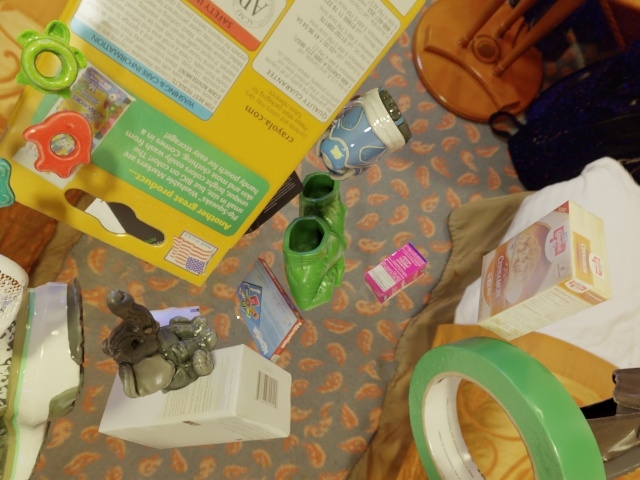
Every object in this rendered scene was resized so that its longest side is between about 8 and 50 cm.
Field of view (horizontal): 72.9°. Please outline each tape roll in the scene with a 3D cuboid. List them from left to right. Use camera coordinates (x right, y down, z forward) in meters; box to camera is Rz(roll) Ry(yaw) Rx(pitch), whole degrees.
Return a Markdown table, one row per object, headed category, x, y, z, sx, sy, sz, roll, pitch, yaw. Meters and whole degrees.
| category | x | y | z | sx | sy | sz | roll | pitch | yaw |
| --- | --- | --- | --- | --- | --- | --- | --- | --- | --- |
| tape roll | 0.264 | 0.317 | 0.680 | 0.077 | 0.321 | 0.321 | -7 | 81 | -26 |

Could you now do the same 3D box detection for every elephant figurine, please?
| category | x | y | z | sx | sy | sz | roll | pitch | yaw |
| --- | --- | --- | --- | --- | --- | --- | --- | --- | --- |
| elephant figurine | -0.332 | 0.202 | 0.818 | 0.239 | 0.169 | 0.186 | 20 | 67 | -50 |

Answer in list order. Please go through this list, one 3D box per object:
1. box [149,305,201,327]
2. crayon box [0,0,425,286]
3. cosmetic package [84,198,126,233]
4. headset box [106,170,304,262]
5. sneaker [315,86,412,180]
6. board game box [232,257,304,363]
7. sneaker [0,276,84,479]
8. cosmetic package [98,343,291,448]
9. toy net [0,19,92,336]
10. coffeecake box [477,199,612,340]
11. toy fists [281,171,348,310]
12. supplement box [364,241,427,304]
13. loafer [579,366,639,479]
| category | x | y | z | sx | sy | sz | roll | pitch | yaw |
| --- | --- | --- | --- | --- | --- | --- | --- | --- | --- |
| box | -0.474 | 0.322 | 1.399 | 0.180 | 0.119 | 0.182 | -3 | 43 | -23 |
| crayon box | -0.100 | -0.135 | 0.365 | 0.203 | 0.083 | 0.323 | 32 | 108 | -28 |
| cosmetic package | -0.556 | -0.084 | 1.237 | 0.085 | 0.231 | 0.117 | -43 | 100 | 8 |
| headset box | -0.203 | -0.136 | 0.586 | 0.131 | 0.246 | 0.283 | -47 | 117 | -48 |
| sneaker | 0.031 | -0.112 | 0.483 | 0.081 | 0.211 | 0.080 | -33 | 95 | 1 |
| board game box | -0.147 | 0.179 | 1.148 | 0.027 | 0.281 | 0.145 | 27 | 104 | -40 |
| sneaker | -0.399 | 0.171 | 0.480 | 0.182 | 0.410 | 0.158 | 14 | 40 | -36 |
| cosmetic package | -0.285 | 0.377 | 1.015 | 0.384 | 0.217 | 0.156 | -18 | 49 | 23 |
| toy net | -0.219 | -0.026 | 0.277 | 0.122 | 0.045 | 0.232 | -6 | 116 | -42 |
| coffeecake box | 0.331 | 0.051 | 0.660 | 0.068 | 0.185 | 0.142 | 28 | 53 | -8 |
| toy fists | 0.000 | 0.000 | 0.784 | 0.096 | 0.142 | 0.279 | 2 | 39 | 7 |
| supplement box | 0.286 | 0.126 | 1.654 | 0.220 | 0.111 | 0.114 | -33 | 64 | -8 |
| loafer | 0.548 | 0.267 | 0.715 | 0.366 | 0.133 | 0.130 | -45 | 67 | 23 |
